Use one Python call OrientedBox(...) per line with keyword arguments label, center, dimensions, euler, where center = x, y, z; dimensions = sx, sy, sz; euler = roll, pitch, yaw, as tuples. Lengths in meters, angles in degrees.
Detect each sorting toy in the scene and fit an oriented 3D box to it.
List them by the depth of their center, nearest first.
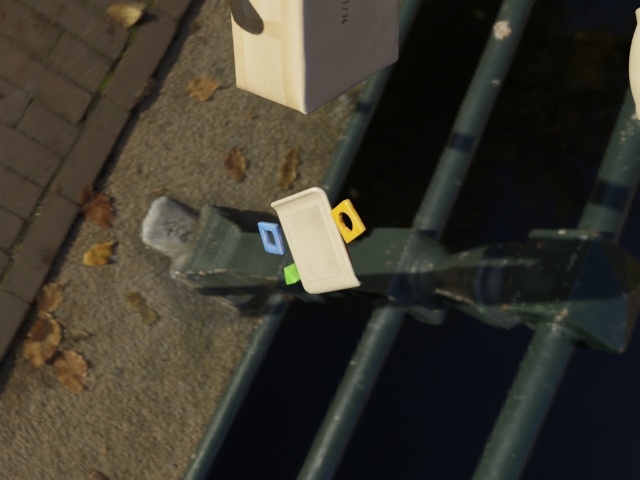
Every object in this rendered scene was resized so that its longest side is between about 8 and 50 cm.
OrientedBox(label="sorting toy", center=(0.000, 0.000, 1.737), dimensions=(0.047, 0.347, 0.196), euler=(-26, 96, -31))

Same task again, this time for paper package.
OrientedBox(label="paper package", center=(-0.002, -0.434, 1.654), dimensions=(0.309, 0.168, 0.325), euler=(-35, 137, -38))

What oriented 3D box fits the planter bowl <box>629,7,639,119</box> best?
OrientedBox(label="planter bowl", center=(0.380, -0.200, 0.939), dimensions=(0.162, 0.162, 0.109), euler=(-23, 94, -27))
